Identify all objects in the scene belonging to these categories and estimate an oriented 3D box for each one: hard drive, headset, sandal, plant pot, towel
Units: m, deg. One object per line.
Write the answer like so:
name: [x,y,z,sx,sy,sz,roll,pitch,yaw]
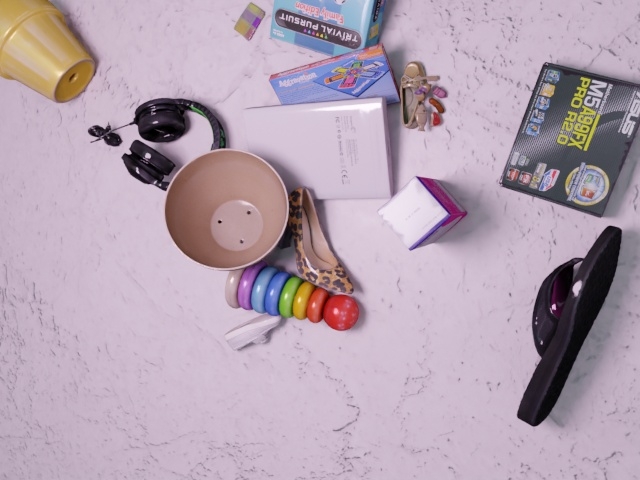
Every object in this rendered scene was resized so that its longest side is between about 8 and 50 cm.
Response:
hard drive: [-0.006,-0.214,1.412,0.353,0.047,0.233,1,111,22]
headset: [-0.438,-0.258,1.583,0.394,0.185,0.243,12,82,12]
sandal: [0.485,0.168,1.206,0.107,0.167,0.446,28,104,37]
plant pot: [-0.783,-0.527,1.657,0.239,0.254,0.254,40,108,-1]
towel: [-0.184,-0.565,1.513,0.060,0.009,0.083,40,107,16]
plant pot: [-0.215,-0.055,1.416,0.284,0.191,0.284,0,79,-1]

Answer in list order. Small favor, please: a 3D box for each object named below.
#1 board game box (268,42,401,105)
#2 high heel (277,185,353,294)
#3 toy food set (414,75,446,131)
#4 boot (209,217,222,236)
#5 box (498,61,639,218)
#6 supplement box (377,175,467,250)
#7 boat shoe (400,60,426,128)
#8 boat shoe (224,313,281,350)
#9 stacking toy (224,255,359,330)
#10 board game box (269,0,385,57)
board game box: [0.034,-0.358,1.377,0.281,0.145,0.027,-8,45,23]
high heel: [0.000,0.000,1.405,0.261,0.093,0.186,39,129,24]
toy food set: [0.251,-0.310,1.324,0.078,0.019,0.122,-9,96,-15]
boot: [-0.324,-0.061,1.581,0.137,0.077,0.198,-20,73,27]
box: [0.520,-0.207,1.212,0.216,0.060,0.270,22,102,21]
supplement box: [0.225,-0.060,1.262,0.111,0.220,0.114,-43,76,19]
boat shoe: [0.207,-0.334,1.342,0.056,0.048,0.153,9,97,22]
boat shoe: [-0.171,0.243,1.538,0.184,0.066,0.063,-26,98,20]
stacking toy: [-0.065,0.144,1.451,0.330,0.141,0.141,16,100,17]
board game box: [0.029,-0.598,1.322,0.253,0.079,0.336,24,123,20]
